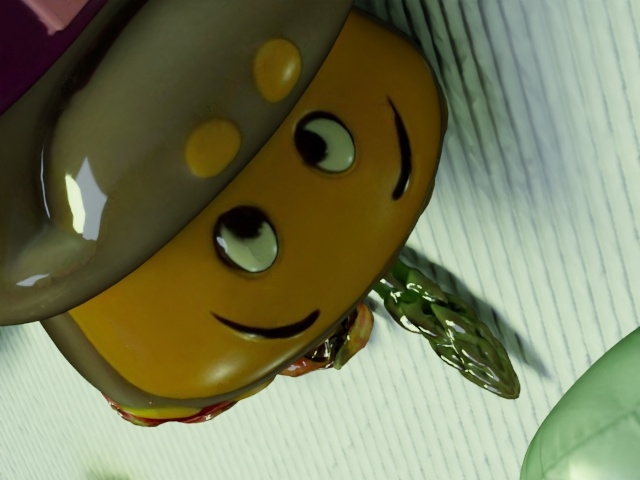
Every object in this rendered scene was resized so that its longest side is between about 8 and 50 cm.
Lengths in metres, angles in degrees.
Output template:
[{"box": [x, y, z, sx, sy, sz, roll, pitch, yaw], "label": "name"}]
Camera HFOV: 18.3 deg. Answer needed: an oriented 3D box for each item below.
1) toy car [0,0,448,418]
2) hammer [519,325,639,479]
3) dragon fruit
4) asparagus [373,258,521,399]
[{"box": [-0.113, -0.077, 0.738, 0.240, 0.271, 0.341, 46, 165, -32], "label": "toy car"}, {"box": [0.188, 0.057, 0.520, 0.206, 0.119, 0.335, 48, 147, 13], "label": "hammer"}, {"box": [-0.053, 0.042, 0.926, 0.190, 0.094, 0.094, 1, 122, 53], "label": "dragon fruit"}, {"box": [-0.001, 0.001, 0.848, 0.236, 0.027, 0.034, 32, 126, 37], "label": "asparagus"}]
